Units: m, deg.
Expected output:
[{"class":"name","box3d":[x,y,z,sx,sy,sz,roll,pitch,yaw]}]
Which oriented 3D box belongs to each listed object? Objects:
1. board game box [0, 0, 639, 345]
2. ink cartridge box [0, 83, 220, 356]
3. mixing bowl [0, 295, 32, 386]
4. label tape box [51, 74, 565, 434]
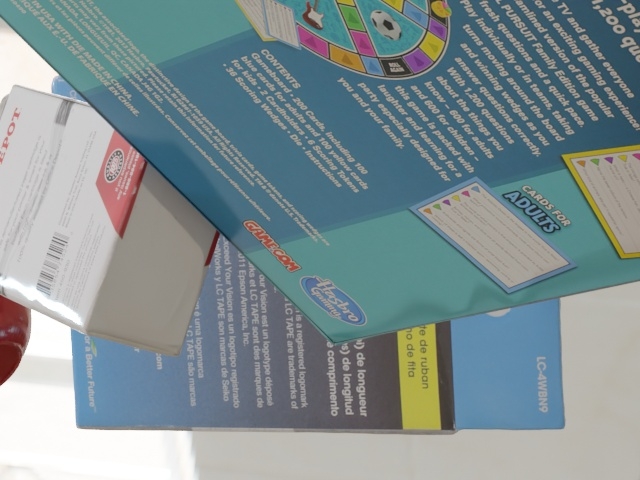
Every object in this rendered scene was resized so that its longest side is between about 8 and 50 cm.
[{"class":"board game box","box3d":[0.066,-0.087,0.700,0.254,0.336,0.079,46,-132,-31]},{"class":"ink cartridge box","box3d":[-0.108,-0.012,0.864,0.056,0.135,0.099,19,-90,-39]},{"class":"mixing bowl","box3d":[-0.292,0.070,1.420,0.098,0.181,0.181,53,179,22]},{"class":"label tape box","box3d":[0.000,0.000,1.254,0.115,0.348,0.249,-16,-76,-72]}]
